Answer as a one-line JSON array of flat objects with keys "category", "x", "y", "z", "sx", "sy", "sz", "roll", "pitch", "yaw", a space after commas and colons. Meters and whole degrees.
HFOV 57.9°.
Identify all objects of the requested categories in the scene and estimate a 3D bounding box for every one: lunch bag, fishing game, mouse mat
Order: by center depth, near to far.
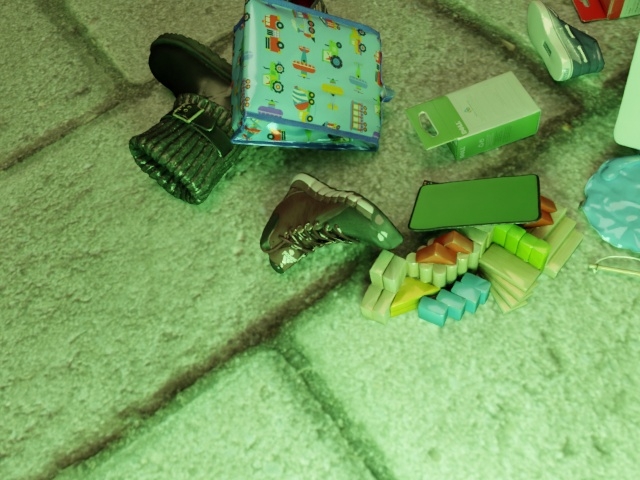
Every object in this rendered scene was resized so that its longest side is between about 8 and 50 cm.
[{"category": "mouse mat", "x": 0.234, "y": -0.059, "z": 0.881, "sx": 0.189, "sy": 0.007, "sz": 0.153, "roll": -5, "pitch": 30, "yaw": 22}, {"category": "fishing game", "x": 0.508, "y": -0.055, "z": 0.904, "sx": 0.189, "sy": 0.041, "sz": 0.264, "roll": 10, "pitch": 66, "yaw": 24}, {"category": "lunch bag", "x": -0.002, "y": -0.282, "z": 1.022, "sx": 0.293, "sy": 0.138, "sz": 0.221, "roll": 3, "pitch": 80, "yaw": -18}]

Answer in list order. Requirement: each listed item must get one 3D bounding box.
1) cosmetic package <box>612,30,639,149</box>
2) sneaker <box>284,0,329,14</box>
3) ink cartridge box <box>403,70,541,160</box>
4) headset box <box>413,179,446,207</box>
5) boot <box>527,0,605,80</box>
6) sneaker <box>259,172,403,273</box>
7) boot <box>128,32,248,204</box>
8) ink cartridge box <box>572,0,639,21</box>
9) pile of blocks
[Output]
[{"category": "cosmetic package", "x": 0.689, "y": -0.299, "z": 0.794, "sx": 0.393, "sy": 0.330, "sz": 0.327, "roll": 24, "pitch": 55, "yaw": 31}, {"category": "sneaker", "x": -0.019, "y": -0.402, "z": 1.168, "sx": 0.120, "sy": 0.112, "sz": 0.299, "roll": -21, "pitch": 59, "yaw": -3}, {"category": "ink cartridge box", "x": 0.266, "y": -0.213, "z": 1.029, "sx": 0.209, "sy": 0.062, "sz": 0.109, "roll": -20, "pitch": 58, "yaw": -1}, {"category": "headset box", "x": 0.204, "y": -0.061, "z": 0.967, "sx": 0.083, "sy": 0.032, "sz": 0.062, "roll": 15, "pitch": 63, "yaw": 21}, {"category": "boot", "x": 0.462, "y": -0.384, "z": 1.100, "sx": 0.086, "sy": 0.069, "sz": 0.190, "roll": -10, "pitch": 66, "yaw": -4}, {"category": "sneaker", "x": 0.000, "y": 0.000, "z": 0.909, "sx": 0.163, "sy": 0.106, "sz": 0.281, "roll": -50, "pitch": 33, "yaw": -7}, {"category": "boot", "x": -0.274, "y": -0.242, "z": 1.109, "sx": 0.347, "sy": 0.131, "sz": 0.260, "roll": 33, "pitch": 70, "yaw": 25}, {"category": "ink cartridge box", "x": 0.621, "y": -0.518, "z": 1.136, "sx": 0.230, "sy": 0.078, "sz": 0.134, "roll": -8, "pitch": 58, "yaw": 6}, {"category": "pile of blocks", "x": 0.229, "y": 0.033, "z": 0.859, "sx": 0.362, "sy": 0.113, "sz": 0.149, "roll": -25, "pitch": 58, "yaw": -4}]
